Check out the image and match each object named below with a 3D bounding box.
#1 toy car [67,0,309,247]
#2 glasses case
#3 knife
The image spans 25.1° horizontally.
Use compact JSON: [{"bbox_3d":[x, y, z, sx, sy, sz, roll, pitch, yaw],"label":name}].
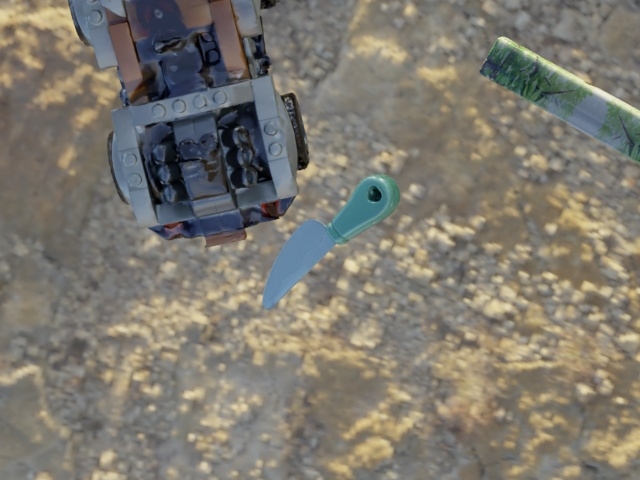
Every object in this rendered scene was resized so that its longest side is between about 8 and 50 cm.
[{"bbox_3d":[-0.113,-0.145,1.305,0.193,0.118,0.301,-11,96,4],"label":"toy car"},{"bbox_3d":[0.345,-0.176,1.893,0.272,0.095,0.062,33,99,18],"label":"glasses case"},{"bbox_3d":[-0.001,-0.002,1.815,0.260,0.035,0.063,-39,75,31],"label":"knife"}]
